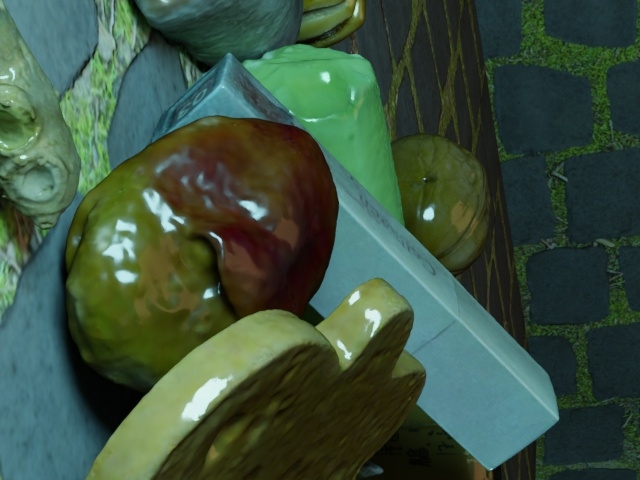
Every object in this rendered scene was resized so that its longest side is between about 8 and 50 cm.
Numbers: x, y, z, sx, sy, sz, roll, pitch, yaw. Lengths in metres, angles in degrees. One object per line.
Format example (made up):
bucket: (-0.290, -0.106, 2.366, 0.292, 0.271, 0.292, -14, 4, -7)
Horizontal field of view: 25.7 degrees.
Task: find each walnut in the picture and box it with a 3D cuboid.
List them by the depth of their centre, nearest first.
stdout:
walnut: (0.130, -0.042, 1.724, 0.167, 0.167, 0.207, 71, 20, -44)

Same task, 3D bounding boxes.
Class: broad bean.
broad bean: (-0.070, 0.004, 0.887, 0.228, 0.122, 0.156, -42, 131, -51)

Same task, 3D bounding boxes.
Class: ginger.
ginger: (-0.171, -0.081, 0.735, 0.173, 0.051, 0.069, 63, 19, -45)

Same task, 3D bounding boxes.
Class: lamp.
lamp: (0.079, 0.209, 1.354, 0.161, 0.185, 0.161, -5, 90, -78)

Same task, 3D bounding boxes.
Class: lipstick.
lipstick: (0.033, 0.022, 1.060, 0.371, 0.080, 0.076, 44, 19, -18)

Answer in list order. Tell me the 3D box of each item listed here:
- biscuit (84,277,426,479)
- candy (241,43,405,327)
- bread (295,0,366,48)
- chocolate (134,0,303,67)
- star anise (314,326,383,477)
biscuit: (-0.044, 0.140, 0.895, 0.275, 0.052, 0.355, -59, 156, 11)
candy: (0.000, 0.000, 1.192, 0.142, 0.132, 0.343, -58, 145, -43)
bread: (-0.019, -0.276, 1.311, 0.077, 0.116, 0.200, 18, 64, -57)
chocolate: (-0.068, -0.236, 1.127, 0.303, 0.101, 0.185, 20, 62, -78)
star anise: (-0.019, 0.139, 1.134, 0.180, 0.061, 0.204, 61, -34, 27)
